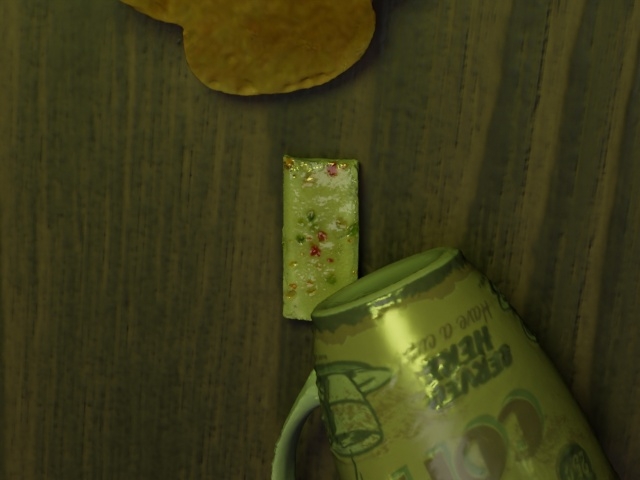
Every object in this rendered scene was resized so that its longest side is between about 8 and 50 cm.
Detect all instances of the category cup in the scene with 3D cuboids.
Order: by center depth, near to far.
[{"bbox_3d":[0.073,0.157,1.581,0.301,0.227,0.257,-23,94,29],"label":"cup"}]

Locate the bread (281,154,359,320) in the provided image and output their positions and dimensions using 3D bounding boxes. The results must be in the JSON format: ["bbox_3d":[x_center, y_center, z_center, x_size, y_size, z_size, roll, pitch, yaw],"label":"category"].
[{"bbox_3d":[0.000,0.000,1.612,0.068,0.028,0.153,2,111,3],"label":"bread"}]

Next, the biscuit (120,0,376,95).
[{"bbox_3d":[-0.057,-0.272,1.450,0.269,0.051,0.376,-7,132,0],"label":"biscuit"}]
